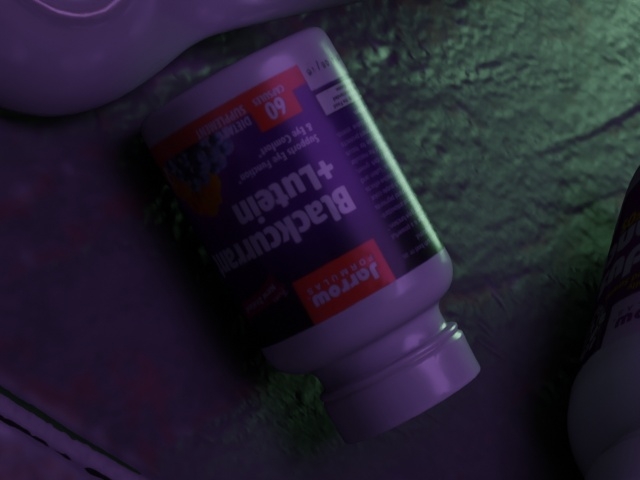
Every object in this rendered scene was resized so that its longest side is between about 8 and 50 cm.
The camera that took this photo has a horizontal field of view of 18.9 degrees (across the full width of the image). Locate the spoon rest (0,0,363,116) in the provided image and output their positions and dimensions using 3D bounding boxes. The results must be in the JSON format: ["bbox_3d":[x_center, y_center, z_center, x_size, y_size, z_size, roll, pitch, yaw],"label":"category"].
[{"bbox_3d":[-0.082,-0.134,0.972,0.276,0.084,0.137,-8,79,-30],"label":"spoon rest"}]

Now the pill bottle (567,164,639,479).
[{"bbox_3d":[0.241,0.075,1.152,0.169,0.169,0.301,46,40,-20],"label":"pill bottle"}]

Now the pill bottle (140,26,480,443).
[{"bbox_3d":[0.000,0.000,0.971,0.108,0.108,0.193,-32,93,-52],"label":"pill bottle"}]
